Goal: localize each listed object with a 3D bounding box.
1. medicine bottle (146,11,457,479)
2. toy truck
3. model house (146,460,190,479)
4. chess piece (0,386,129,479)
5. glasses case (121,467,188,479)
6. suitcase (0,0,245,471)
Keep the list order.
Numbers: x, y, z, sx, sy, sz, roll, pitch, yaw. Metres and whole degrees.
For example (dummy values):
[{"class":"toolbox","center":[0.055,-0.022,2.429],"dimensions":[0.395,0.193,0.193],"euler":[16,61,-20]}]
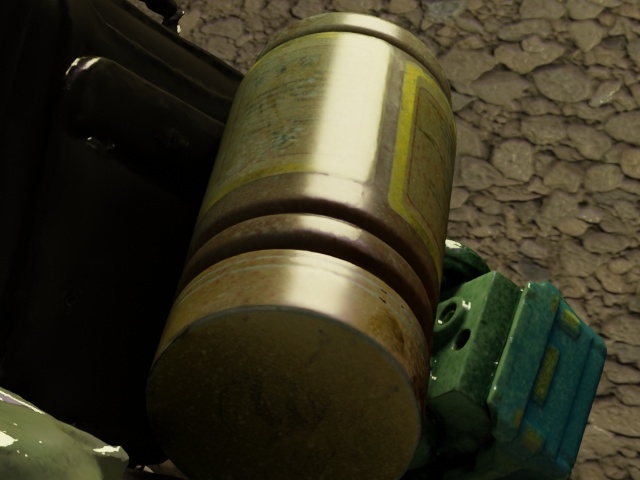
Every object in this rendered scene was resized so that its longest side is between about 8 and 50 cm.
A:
[{"class":"medicine bottle","center":[0.000,0.000,1.093],"dimensions":[0.151,0.151,0.322],"euler":[19,37,-5]},{"class":"toy truck","center":[0.054,0.117,1.226],"dimensions":[0.156,0.155,0.279],"euler":[37,-37,-19]},{"class":"model house","center":[-0.173,0.123,1.446],"dimensions":[0.188,0.122,0.229],"euler":[36,1,-34]},{"class":"chess piece","center":[-0.228,0.054,0.757],"dimensions":[0.298,0.175,0.176],"euler":[31,1,19]},{"class":"glasses case","center":[-0.117,0.141,0.939],"dimensions":[0.071,0.047,0.205],"euler":[18,-4,26]},{"class":"suitcase","center":[-0.185,-0.018,1.165],"dimensions":[0.188,0.339,0.345],"euler":[12,-6,23]}]
